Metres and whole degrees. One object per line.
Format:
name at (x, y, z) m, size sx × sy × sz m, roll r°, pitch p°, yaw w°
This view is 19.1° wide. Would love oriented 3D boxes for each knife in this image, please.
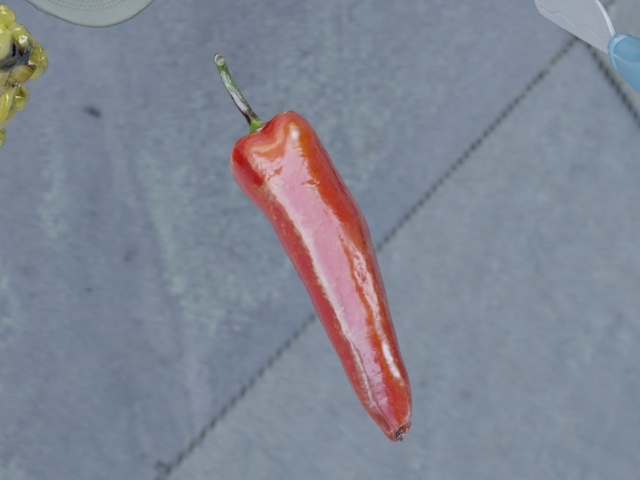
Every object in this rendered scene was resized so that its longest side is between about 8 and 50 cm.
knife at (0.210, -0.154, 1.404) m, size 0.032 × 0.244 × 0.058 m, roll -29°, pitch 124°, yaw -7°

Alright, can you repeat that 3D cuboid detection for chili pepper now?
chili pepper at (0.000, 0.000, 1.202) m, size 0.063 × 0.071 × 0.272 m, roll -27°, pitch 84°, yaw 1°

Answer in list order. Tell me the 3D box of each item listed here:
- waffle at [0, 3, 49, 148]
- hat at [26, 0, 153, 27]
waffle at (-0.288, -0.042, 1.196) m, size 0.060 × 0.307 × 0.312 m, roll 44°, pitch 64°, yaw 3°
hat at (-0.198, -0.307, 1.692) m, size 0.245 × 0.149 × 0.214 m, roll 28°, pitch 82°, yaw -29°
